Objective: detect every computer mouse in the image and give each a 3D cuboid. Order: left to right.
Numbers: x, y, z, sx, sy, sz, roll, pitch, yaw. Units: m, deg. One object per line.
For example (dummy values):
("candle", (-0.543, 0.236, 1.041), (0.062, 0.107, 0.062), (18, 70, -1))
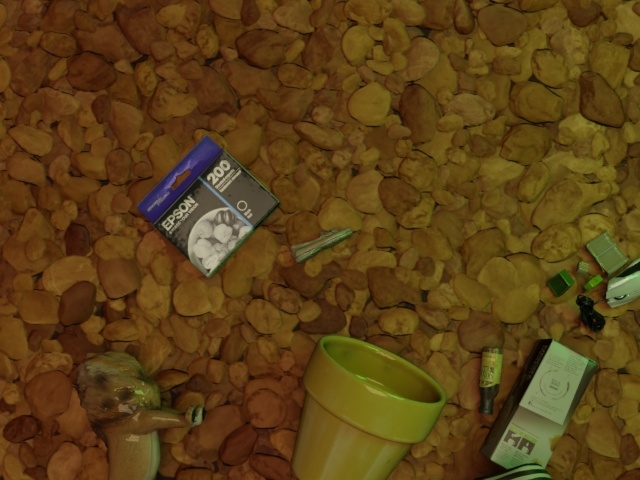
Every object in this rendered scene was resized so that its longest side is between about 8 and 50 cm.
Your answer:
("computer mouse", (0.576, 0.095, 1.846), (0.193, 0.042, 0.106), (-35, 129, -6))

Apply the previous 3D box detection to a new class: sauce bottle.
("sauce bottle", (0.322, 0.267, 1.851), (0.042, 0.042, 0.128), (6, 82, 1))

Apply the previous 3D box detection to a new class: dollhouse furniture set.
("dollhouse furniture set", (0.516, 0.054, 1.882), (0.151, 0.058, 0.076), (-31, 77, -22))

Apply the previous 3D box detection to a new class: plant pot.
("plant pot", (0.066, 0.334, 1.759), (0.254, 0.254, 0.239), (23, 101, 3))

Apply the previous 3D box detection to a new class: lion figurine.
("lion figurine", (-0.340, 0.402, 1.799), (0.240, 0.142, 0.392), (1, 88, 8))

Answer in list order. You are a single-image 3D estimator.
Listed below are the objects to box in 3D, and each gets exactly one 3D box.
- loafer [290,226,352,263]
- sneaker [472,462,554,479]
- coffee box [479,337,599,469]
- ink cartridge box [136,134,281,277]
("loafer", (0.000, 0.000, 1.883), (0.125, 0.045, 0.039), (-29, 78, 0))
("sneaker", (0.336, 0.571, 1.673), (0.169, 0.257, 0.447), (6, 120, -12))
("coffee box", (0.400, 0.311, 1.797), (0.098, 0.141, 0.246), (29, 86, 3))
("ink cartridge box", (-0.221, -0.071, 1.891), (0.208, 0.045, 0.206), (42, 86, 6))
